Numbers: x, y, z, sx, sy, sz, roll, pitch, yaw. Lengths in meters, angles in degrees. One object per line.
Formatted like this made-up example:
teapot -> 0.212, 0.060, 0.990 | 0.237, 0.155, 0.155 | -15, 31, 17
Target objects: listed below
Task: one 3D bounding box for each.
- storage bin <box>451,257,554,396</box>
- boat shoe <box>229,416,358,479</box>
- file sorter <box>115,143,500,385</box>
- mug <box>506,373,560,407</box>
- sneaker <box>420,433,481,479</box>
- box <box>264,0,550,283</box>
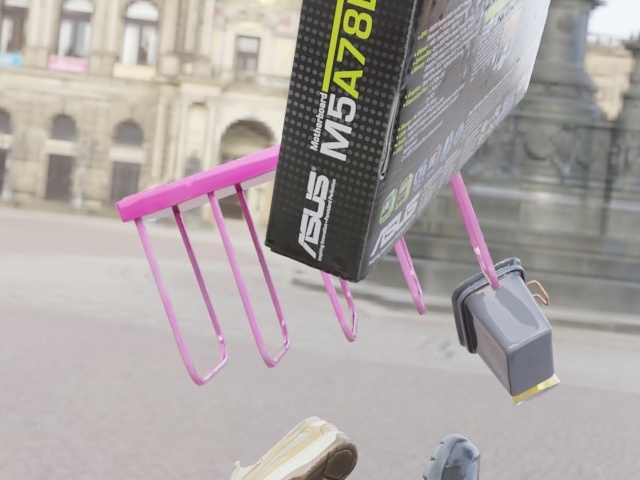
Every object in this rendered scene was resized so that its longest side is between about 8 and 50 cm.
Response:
storage bin -> 0.207, 0.096, 1.353 | 0.098, 0.091, 0.135 | -27, -34, -7
boat shoe -> -0.058, 0.225, 1.121 | 0.190, 0.068, 0.072 | -34, 44, -21
file sorter -> 0.000, 0.000, 1.160 | 0.291, 0.182, 0.202 | -19, 1, 5
mug -> 0.239, 0.148, 1.472 | 0.062, 0.064, 0.078 | -14, -19, -35
sneaker -> 0.154, 0.371, 1.378 | 0.140, 0.341, 0.125 | 8, -37, 6
box -> 0.050, -0.105, 0.459 | 0.045, 0.184, 0.190 | 20, 35, 18
